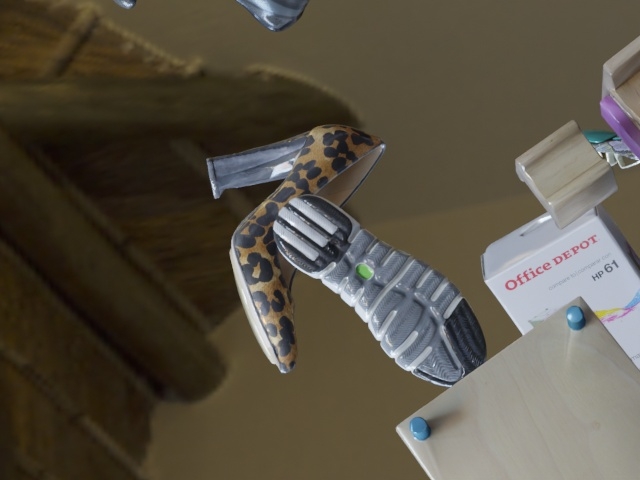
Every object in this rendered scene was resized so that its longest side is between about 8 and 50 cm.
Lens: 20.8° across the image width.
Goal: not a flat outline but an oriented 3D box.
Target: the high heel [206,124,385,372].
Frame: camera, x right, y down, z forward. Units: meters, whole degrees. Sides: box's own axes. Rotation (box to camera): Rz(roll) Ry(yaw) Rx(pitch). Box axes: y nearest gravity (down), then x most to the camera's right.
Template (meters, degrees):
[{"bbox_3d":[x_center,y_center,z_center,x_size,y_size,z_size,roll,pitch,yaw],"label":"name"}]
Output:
[{"bbox_3d":[0.000,0.000,1.758,0.186,0.093,0.261,-14,-118,-4],"label":"high heel"}]

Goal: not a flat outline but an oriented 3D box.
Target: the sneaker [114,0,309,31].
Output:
[{"bbox_3d":[-0.207,-0.314,1.533,0.483,0.202,0.185,25,-139,12],"label":"sneaker"}]

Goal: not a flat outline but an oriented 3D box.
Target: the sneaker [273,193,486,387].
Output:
[{"bbox_3d":[0.063,0.041,1.586,0.229,0.132,0.086,43,-86,6],"label":"sneaker"}]

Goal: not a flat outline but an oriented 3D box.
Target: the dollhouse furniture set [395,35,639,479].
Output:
[{"bbox_3d":[0.174,0.094,1.020,0.286,0.303,0.198,52,177,21],"label":"dollhouse furniture set"}]

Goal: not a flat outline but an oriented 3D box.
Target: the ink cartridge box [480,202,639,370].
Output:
[{"bbox_3d":[0.176,0.041,1.158,0.122,0.088,0.052,54,-164,-16],"label":"ink cartridge box"}]

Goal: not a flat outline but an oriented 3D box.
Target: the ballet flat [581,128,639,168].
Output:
[{"bbox_3d":[0.308,-0.095,1.828,0.041,0.114,0.041,-3,-84,-33],"label":"ballet flat"}]
